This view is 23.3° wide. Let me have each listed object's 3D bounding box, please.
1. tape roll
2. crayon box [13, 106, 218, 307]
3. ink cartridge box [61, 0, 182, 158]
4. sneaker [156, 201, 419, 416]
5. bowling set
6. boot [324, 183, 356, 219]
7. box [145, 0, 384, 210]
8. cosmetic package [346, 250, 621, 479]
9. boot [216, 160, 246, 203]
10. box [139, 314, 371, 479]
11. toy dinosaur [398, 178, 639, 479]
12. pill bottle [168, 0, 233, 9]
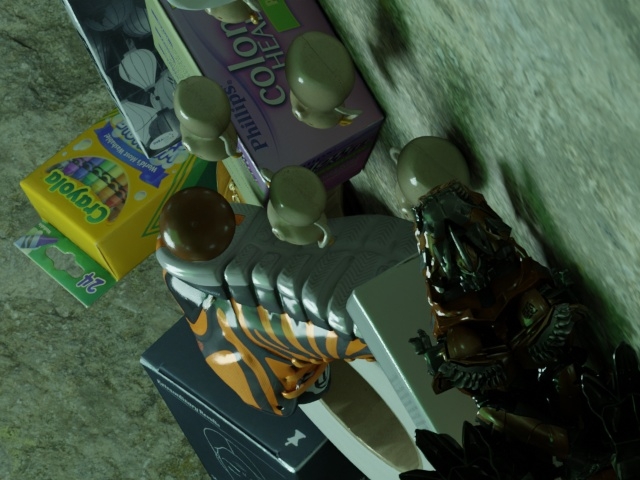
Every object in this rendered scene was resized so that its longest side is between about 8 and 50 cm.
[{"bbox_3d":[0.051,0.143,1.589,0.392,0.072,0.392,43,163,17],"label":"tape roll"},{"bbox_3d":[-0.254,-0.079,2.078,0.203,0.323,0.083,34,158,41],"label":"crayon box"},{"bbox_3d":[-0.194,-0.264,1.719,0.065,0.165,0.332,51,170,53],"label":"ink cartridge box"},{"bbox_3d":[0.016,0.074,1.339,0.321,0.124,0.180,15,139,32],"label":"sneaker"},{"bbox_3d":[-0.048,-0.070,1.143,0.287,0.200,0.154,48,174,5],"label":"bowling set"},{"bbox_3d":[0.000,0.000,1.691,0.248,0.090,0.207,55,170,12],"label":"boot"},{"bbox_3d":[-0.055,-0.146,1.391,0.213,0.117,0.243,60,174,6],"label":"box"},{"bbox_3d":[0.125,0.113,1.150,0.231,0.117,0.085,61,172,9],"label":"cosmetic package"},{"bbox_3d":[-0.072,-0.080,1.865,0.211,0.104,0.295,78,172,-49],"label":"boot"},{"bbox_3d":[-0.012,0.259,2.018,0.293,0.212,0.395,32,157,36],"label":"box"},{"bbox_3d":[0.156,0.112,1.006,0.322,0.164,0.218,43,-171,-2],"label":"toy dinosaur"},{"bbox_3d":[-0.108,-0.296,0.987,0.278,0.162,0.162,59,173,13],"label":"pill bottle"}]
